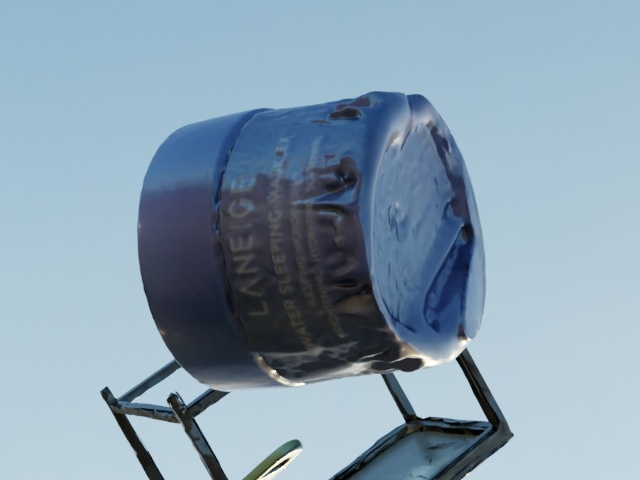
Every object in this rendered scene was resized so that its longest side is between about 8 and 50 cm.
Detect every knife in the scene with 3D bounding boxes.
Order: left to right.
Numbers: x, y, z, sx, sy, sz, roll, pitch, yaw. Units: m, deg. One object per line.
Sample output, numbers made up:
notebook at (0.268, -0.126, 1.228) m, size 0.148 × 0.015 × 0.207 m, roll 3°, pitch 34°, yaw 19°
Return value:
knife at (-0.126, 0.258, 1.276) m, size 0.020 × 0.293 × 0.043 m, roll 47°, pitch -2°, yaw 21°

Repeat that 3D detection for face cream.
face cream at (0.000, 0.000, 1.388) m, size 0.225 × 0.249 × 0.249 m, roll -10°, pitch -53°, yaw 28°

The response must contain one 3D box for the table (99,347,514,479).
table at (-0.018, 0.196, 1.805) m, size 0.272 × 0.335 × 0.222 m, roll 61°, pitch -26°, yaw -11°
